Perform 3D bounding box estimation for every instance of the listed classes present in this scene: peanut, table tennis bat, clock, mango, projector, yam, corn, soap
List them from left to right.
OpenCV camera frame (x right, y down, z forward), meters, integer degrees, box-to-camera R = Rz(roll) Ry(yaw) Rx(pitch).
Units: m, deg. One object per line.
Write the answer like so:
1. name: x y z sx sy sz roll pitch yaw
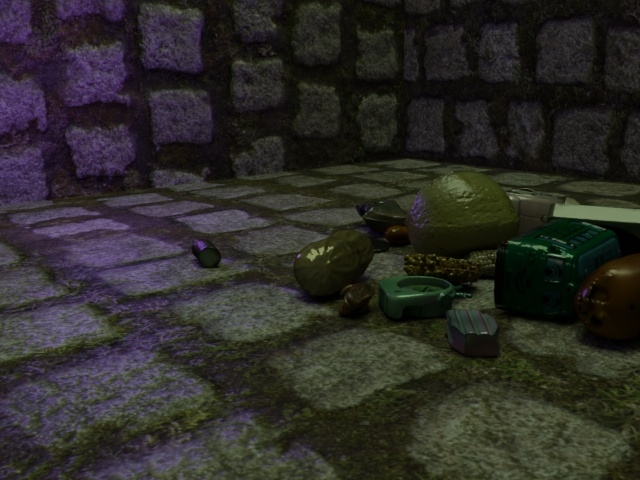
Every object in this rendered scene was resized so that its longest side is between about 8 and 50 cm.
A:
1. yam: -0.343 0.038 2.099 0.070 0.069 0.146 -6 13 -19
2. peanut: 0.045 0.053 1.825 0.152 0.152 0.313 6 13 27
3. table tennis bat: 0.144 0.024 2.214 0.138 0.022 0.246 2 13 12
4. mango: 0.267 -0.018 2.291 0.127 0.063 0.077 -3 8 -29
5. clock: 0.247 0.133 1.649 0.211 0.066 0.159 -2 14 -4
6. soap: 0.313 0.189 1.426 0.100 0.056 0.149 -2 13 5
7. corn: 0.481 0.059 1.904 0.211 0.087 0.087 2 14 7
8. clock: 0.676 -0.091 2.342 0.326 0.184 0.342 -2 18 -23
9. projector: 0.751 0.004 1.868 0.259 0.079 0.257 5 -29 26
10. mango: 0.657 0.111 1.463 0.287 0.201 0.153 -21 41 -27

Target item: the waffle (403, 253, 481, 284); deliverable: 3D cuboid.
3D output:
1. waffle: 0.316 0.072 1.798 0.197 0.070 0.193 3 -5 42

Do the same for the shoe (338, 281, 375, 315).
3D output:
1. shoe: 0.081 0.136 1.640 0.072 0.069 0.109 36 28 -3

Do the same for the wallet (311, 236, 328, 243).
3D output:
1. wallet: 0.000 0.000 2.342 0.044 0.011 0.083 2 13 13

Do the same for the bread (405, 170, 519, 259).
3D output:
1. bread: 0.412 -0.053 2.027 0.321 0.237 0.320 -10 -25 -5

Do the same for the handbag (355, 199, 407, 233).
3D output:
1. handbag: 0.215 -0.089 2.480 0.183 0.117 0.270 11 12 -8

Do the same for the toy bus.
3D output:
1. toy bus: 0.577 0.066 1.661 0.199 0.183 0.344 12 19 39
